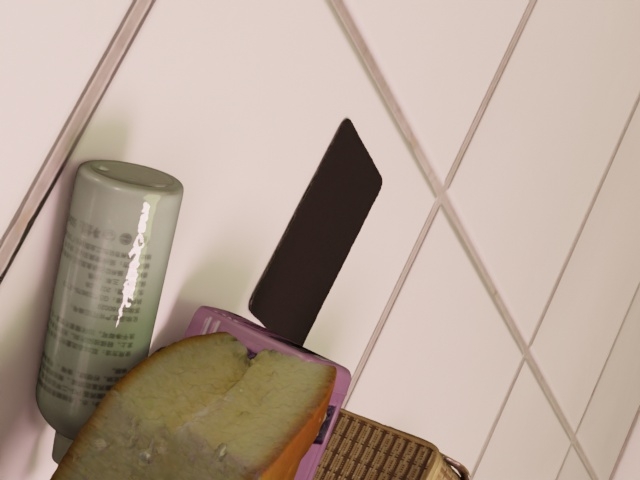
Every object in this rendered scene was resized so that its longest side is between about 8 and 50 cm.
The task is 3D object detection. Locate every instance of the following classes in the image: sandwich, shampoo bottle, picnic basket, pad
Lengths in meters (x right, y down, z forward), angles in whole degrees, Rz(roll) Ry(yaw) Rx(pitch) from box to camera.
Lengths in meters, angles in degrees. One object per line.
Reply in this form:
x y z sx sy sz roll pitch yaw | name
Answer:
-0.083 0.147 0.587 0.096 0.094 0.258 82 32 -64 | sandwich
-0.117 0.058 0.641 0.056 0.056 0.195 -13 122 -61 | shampoo bottle
0.014 0.185 0.883 0.115 0.164 0.079 -62 145 -16 | picnic basket
0.000 0.000 0.899 0.157 0.003 0.112 -63 154 -14 | pad

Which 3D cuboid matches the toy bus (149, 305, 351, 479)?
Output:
-0.063 0.148 0.757 0.199 0.108 0.096 -68 155 -3 | toy bus
